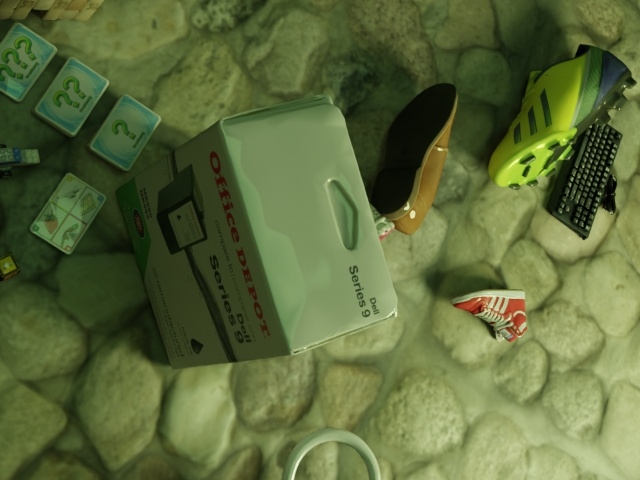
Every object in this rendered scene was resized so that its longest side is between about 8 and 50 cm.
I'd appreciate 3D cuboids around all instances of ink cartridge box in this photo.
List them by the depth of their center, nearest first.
[{"bbox_3d":[-0.075,0.004,0.897,0.121,0.289,0.211,-17,89,-31],"label":"ink cartridge box"}]

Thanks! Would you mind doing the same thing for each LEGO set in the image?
[{"bbox_3d":[-0.291,-0.087,0.930,0.182,0.060,0.244,35,67,-15],"label":"LEGO set"}]

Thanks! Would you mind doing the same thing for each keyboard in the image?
[{"bbox_3d":[0.392,-0.089,1.328,0.108,0.023,0.180,33,67,-20],"label":"keyboard"}]

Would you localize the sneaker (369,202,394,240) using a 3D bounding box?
[{"bbox_3d":[0.000,0.000,1.073,0.170,0.063,0.075,-31,78,-20],"label":"sneaker"}]

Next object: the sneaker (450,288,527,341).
[{"bbox_3d":[0.220,0.098,1.185,0.118,0.042,0.067,1,77,-31],"label":"sneaker"}]

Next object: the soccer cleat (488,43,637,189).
[{"bbox_3d":[0.313,-0.174,1.278,0.289,0.093,0.121,-38,70,-24],"label":"soccer cleat"}]

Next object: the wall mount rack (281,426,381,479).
[{"bbox_3d":[0.024,0.382,0.983,0.304,0.130,0.350,12,75,-23],"label":"wall mount rack"}]

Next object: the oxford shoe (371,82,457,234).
[{"bbox_3d":[0.126,-0.104,1.167,0.076,0.076,0.212,46,60,-45],"label":"oxford shoe"}]

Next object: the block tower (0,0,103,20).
[{"bbox_3d":[-0.383,-0.270,0.893,0.335,0.097,0.091,-7,84,-32],"label":"block tower"}]
